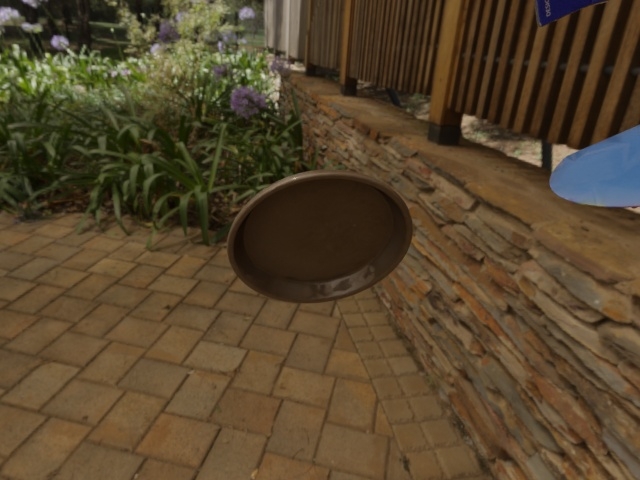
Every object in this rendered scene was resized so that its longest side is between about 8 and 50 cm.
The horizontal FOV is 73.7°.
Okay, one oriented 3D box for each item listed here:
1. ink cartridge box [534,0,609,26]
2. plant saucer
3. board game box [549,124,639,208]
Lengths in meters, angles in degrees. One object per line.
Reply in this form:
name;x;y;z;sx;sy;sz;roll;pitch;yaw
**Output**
ink cartridge box;0.352;-0.343;0.366;0.371;0.176;0.069;-24;27;-3
plant saucer;0.000;0.000;0.646;0.278;0.278;0.041;-1;46;-10
board game box;0.242;-0.051;0.270;0.169;0.033;0.133;-24;17;18
